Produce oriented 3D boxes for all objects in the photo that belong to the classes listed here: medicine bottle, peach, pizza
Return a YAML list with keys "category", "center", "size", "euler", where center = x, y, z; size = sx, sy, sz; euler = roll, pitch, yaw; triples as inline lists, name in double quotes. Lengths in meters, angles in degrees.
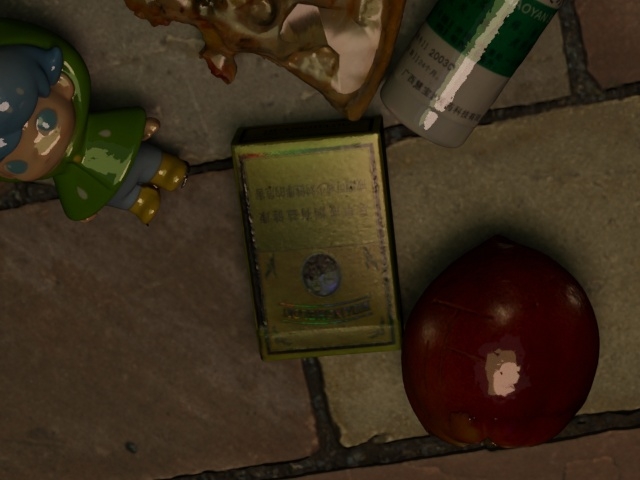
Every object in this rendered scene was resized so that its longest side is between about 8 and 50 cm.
- category: "medicine bottle"
  center: [0.156, -0.207, 1.337]
  size: [0.095, 0.095, 0.260]
  euler: [31, 109, -7]
- category: "peach"
  center: [0.166, 0.093, 1.409]
  size: [0.197, 0.197, 0.197]
  euler: [2, 111, 4]
- category: "pizza"
  center: [-0.065, -0.231, 1.357]
  size: [0.296, 0.071, 0.189]
  euler: [26, 111, -5]

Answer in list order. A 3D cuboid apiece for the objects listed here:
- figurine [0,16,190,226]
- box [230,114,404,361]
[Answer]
- category: "figurine"
  center: [-0.251, -0.102, 1.393]
  size: [0.263, 0.143, 0.162]
  euler: [28, 119, -24]
- category: "box"
  center: [0.000, 0.000, 1.443]
  size: [0.140, 0.064, 0.220]
  euler: [-4, 112, 5]
